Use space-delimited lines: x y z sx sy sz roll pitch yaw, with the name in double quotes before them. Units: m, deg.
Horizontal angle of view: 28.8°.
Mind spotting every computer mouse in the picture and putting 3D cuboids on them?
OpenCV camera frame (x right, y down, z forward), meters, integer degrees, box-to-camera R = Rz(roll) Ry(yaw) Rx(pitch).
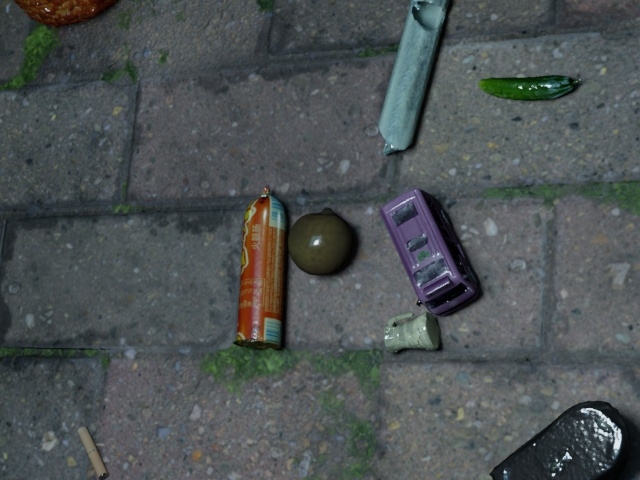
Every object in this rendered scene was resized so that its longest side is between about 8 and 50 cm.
"computer mouse" 0.330 0.304 1.683 0.217 0.073 0.122 -43 59 16

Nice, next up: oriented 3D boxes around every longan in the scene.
"longan" 0.000 0.000 1.920 0.113 0.092 0.113 -26 46 30

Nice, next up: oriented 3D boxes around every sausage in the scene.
"sausage" -0.089 0.040 1.963 0.083 0.083 0.264 -6 71 24

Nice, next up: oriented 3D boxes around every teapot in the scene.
"teapot" 0.129 0.137 1.837 0.083 0.067 0.057 -17 24 28

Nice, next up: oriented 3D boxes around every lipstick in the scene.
"lipstick" -0.373 0.348 2.040 0.019 0.019 0.094 -37 62 12

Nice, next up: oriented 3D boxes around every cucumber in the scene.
"cucumber" 0.312 -0.228 1.866 0.168 0.039 0.039 4 77 30

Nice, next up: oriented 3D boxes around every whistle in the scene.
"whistle" 0.147 -0.283 1.947 0.062 0.062 0.312 11 81 28

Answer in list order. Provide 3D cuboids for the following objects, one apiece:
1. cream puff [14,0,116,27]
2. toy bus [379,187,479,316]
"cream puff" -0.469 -0.562 2.231 0.350 0.229 0.350 -6 76 24
"toy bus" 0.158 0.017 1.834 0.087 0.098 0.178 -30 65 15
